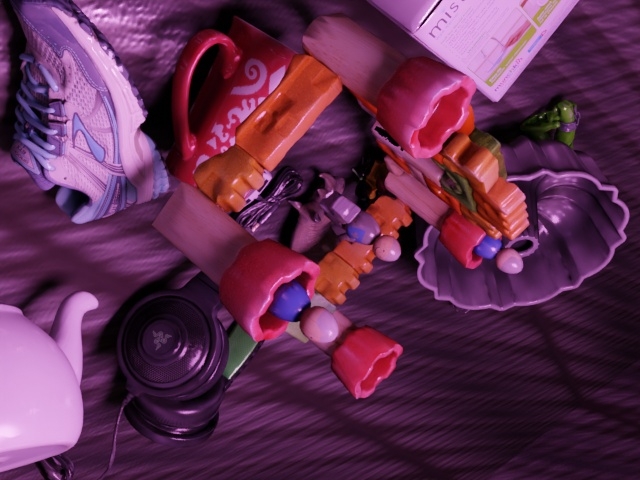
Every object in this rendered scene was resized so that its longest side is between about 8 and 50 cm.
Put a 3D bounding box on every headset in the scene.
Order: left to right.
[{"bbox_3d":[-0.209,0.154,1.191,0.394,0.185,0.243,-44,158,-33],"label":"headset"}]

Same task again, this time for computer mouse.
[{"bbox_3d":[-0.094,-0.072,1.105,0.106,0.042,0.193,-42,156,4],"label":"computer mouse"}]

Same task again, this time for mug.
[{"bbox_3d":[-0.095,-0.134,0.949,0.150,0.113,0.169,27,100,-24],"label":"mug"}]

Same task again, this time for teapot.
[{"bbox_3d":[-0.363,0.132,0.897,0.252,0.187,0.256,-17,167,5],"label":"teapot"}]

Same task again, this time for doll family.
[{"bbox_3d":[0.087,-0.066,1.298,0.111,0.076,0.193,-38,152,-22],"label":"doll family"}]

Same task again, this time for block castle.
[{"bbox_3d":[0.059,-0.002,0.991,0.303,0.213,0.453,-49,157,-3],"label":"block castle"}]

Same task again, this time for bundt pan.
[{"bbox_3d":[0.295,-0.034,1.447,0.331,0.124,0.331,-6,140,-5],"label":"bundt pan"}]

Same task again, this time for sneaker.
[{"bbox_3d":[-0.224,-0.105,0.840,0.122,0.110,0.283,-33,148,-13],"label":"sneaker"}]

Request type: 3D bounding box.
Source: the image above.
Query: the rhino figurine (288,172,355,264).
[{"bbox_3d":[0.000,0.000,1.274,0.106,0.073,0.243,-31,146,-27],"label":"rhino figurine"}]

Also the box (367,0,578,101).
[{"bbox_3d":[0.186,-0.307,0.970,0.262,0.127,0.231,-52,149,13],"label":"box"}]

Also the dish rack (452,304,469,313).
[{"bbox_3d":[0.360,0.036,1.755,0.271,0.074,0.208,-37,148,-12],"label":"dish rack"}]

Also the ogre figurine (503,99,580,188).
[{"bbox_3d":[0.346,-0.132,1.520,0.197,0.097,0.118,-53,134,-16],"label":"ogre figurine"}]
